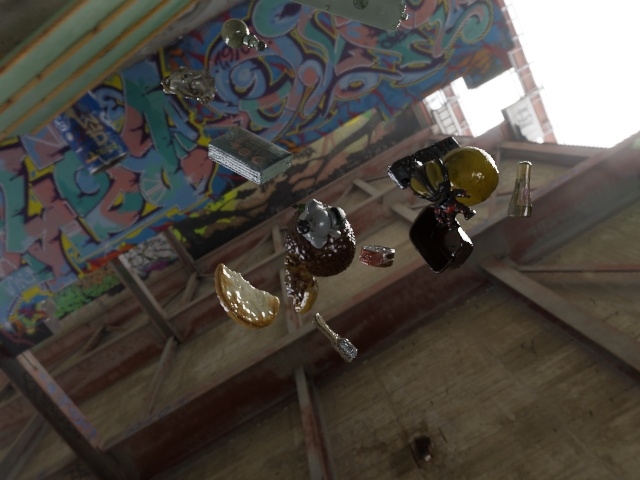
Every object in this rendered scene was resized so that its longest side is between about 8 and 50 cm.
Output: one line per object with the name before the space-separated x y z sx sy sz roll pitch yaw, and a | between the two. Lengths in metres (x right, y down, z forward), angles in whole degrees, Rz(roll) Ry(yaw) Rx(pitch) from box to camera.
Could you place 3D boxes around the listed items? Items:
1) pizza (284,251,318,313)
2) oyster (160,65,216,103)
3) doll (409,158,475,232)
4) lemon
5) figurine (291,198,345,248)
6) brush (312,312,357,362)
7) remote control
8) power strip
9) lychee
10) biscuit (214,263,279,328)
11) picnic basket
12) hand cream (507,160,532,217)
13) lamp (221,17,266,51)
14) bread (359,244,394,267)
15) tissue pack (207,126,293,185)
pizza | -0.072 0.118 1.429 0.069 0.194 0.154 -14 152 -23
oyster | -0.407 -0.490 1.467 0.165 0.109 0.053 9 -168 -21
doll | 0.351 -0.147 1.403 0.127 0.249 0.088 -30 160 5
lemon | 0.482 -0.213 1.566 0.192 0.231 0.192 -42 -144 40
figurine | -0.004 -0.052 1.389 0.126 0.147 0.192 -15 179 36
brush | 0.074 0.442 2.155 0.065 0.327 0.070 -21 -147 31
remote control | 0.470 -0.337 2.085 0.398 0.145 0.062 -26 165 -25
power strip | 0.069 -0.687 1.338 0.062 0.385 0.091 -96 -159 -50
lychee | 0.000 0.000 1.638 0.260 0.261 0.260 -28 -164 9
biscuit | -0.281 0.232 1.777 0.040 0.309 0.205 -33 -144 29
picnic basket | 0.529 -0.007 2.041 0.223 0.129 0.297 -60 -142 30
hand cream | 0.730 -0.183 1.706 0.083 0.203 0.084 3 -170 -1
lamp | -0.244 -0.657 1.538 0.091 0.163 0.091 -53 163 -24
bread | 0.252 0.067 2.107 0.160 0.073 0.160 8 -167 -2
tissue pack | -0.310 -0.383 2.099 0.315 0.103 0.228 30 -137 20
